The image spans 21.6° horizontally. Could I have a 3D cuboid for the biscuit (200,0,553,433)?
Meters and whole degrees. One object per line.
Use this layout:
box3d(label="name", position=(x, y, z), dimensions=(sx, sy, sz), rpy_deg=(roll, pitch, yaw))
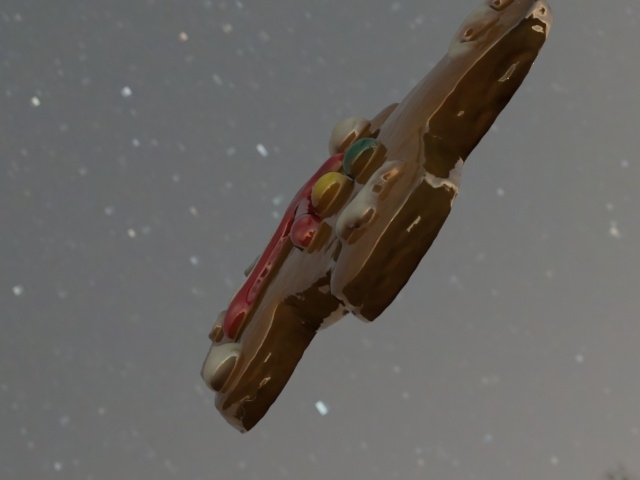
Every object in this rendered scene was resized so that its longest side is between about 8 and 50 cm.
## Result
box3d(label="biscuit", position=(0.000, 0.000, 0.900), dimensions=(0.216, 0.047, 0.340), rpy_deg=(-58, 8, -25))
